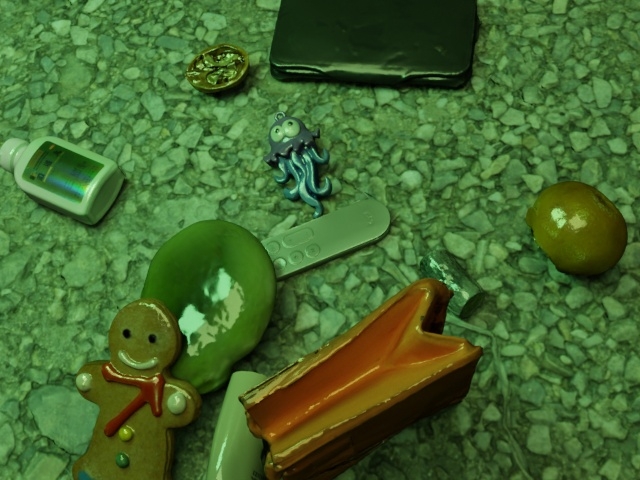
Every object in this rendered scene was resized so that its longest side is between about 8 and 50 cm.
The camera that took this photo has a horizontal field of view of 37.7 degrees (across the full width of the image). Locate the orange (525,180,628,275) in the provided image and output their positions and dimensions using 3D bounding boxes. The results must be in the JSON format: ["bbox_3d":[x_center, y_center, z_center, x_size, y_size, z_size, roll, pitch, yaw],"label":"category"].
[{"bbox_3d":[0.388,-0.014,1.427,0.155,0.154,0.134,46,121,24],"label":"orange"}]

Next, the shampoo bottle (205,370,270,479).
[{"bbox_3d":[-0.119,0.323,1.362,0.078,0.127,0.257,-1,60,20],"label":"shampoo bottle"}]

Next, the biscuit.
[{"bbox_3d":[-0.278,0.244,1.387,0.205,0.049,0.324,16,97,17],"label":"biscuit"}]

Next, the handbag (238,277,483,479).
[{"bbox_3d":[0.055,0.206,1.231,0.303,0.410,0.116,-30,72,-6],"label":"handbag"}]

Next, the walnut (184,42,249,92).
[{"bbox_3d":[-0.181,-0.303,1.697,0.121,0.052,0.091,-14,66,5],"label":"walnut"}]

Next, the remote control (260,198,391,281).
[{"bbox_3d":[0.000,0.000,1.546,0.245,0.022,0.077,-22,66,0],"label":"remote control"}]

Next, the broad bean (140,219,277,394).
[{"bbox_3d":[-0.181,0.102,1.472,0.238,0.119,0.291,-5,63,25],"label":"broad bean"}]

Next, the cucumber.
[{"bbox_3d":[0.203,0.065,1.465,0.064,0.064,0.112,-35,63,-8],"label":"cucumber"}]

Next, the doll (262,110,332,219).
[{"bbox_3d":[-0.035,-0.132,1.591,0.110,0.067,0.206,-26,74,7],"label":"doll"}]

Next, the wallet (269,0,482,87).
[{"bbox_3d":[0.096,-0.363,1.681,0.377,0.051,0.197,4,63,10],"label":"wallet"}]

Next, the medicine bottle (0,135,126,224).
[{"bbox_3d":[-0.461,-0.117,1.642,0.219,0.078,0.115,23,72,18],"label":"medicine bottle"}]
